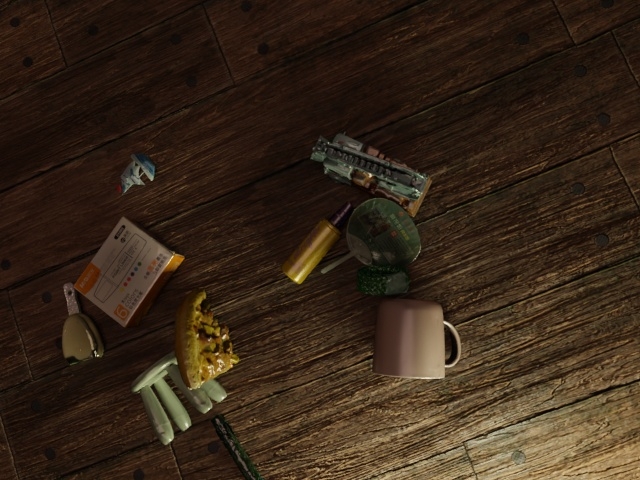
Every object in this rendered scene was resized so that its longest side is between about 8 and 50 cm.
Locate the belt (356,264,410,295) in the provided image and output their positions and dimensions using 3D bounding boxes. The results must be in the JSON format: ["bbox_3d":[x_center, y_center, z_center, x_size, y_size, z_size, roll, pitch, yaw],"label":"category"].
[{"bbox_3d":[0.175,0.118,1.610,0.151,0.121,0.079,-1,104,10],"label":"belt"}]

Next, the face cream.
[{"bbox_3d":[0.000,0.000,1.674,0.078,0.078,0.273,41,92,11],"label":"face cream"}]

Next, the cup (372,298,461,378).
[{"bbox_3d":[0.268,0.263,1.565,0.252,0.191,0.201,7,81,-20],"label":"cup"}]

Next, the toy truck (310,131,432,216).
[{"bbox_3d":[0.136,-0.202,1.618,0.338,0.184,0.133,26,88,11],"label":"toy truck"}]

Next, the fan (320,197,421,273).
[{"bbox_3d":[0.133,-0.013,1.633,0.294,0.012,0.223,-4,115,9],"label":"fan"}]

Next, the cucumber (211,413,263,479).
[{"bbox_3d":[-0.237,0.618,1.671,0.044,0.043,0.257,-37,81,9],"label":"cucumber"}]

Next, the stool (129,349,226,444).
[{"bbox_3d":[-0.409,0.434,1.646,0.195,0.195,0.199,-37,84,3],"label":"stool"}]

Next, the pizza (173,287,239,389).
[{"bbox_3d":[-0.343,0.265,1.608,0.087,0.268,0.258,-29,85,15],"label":"pizza"}]

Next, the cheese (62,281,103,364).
[{"bbox_3d":[-0.752,0.252,1.787,0.127,0.054,0.252,-17,81,8],"label":"cheese"}]

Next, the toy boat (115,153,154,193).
[{"bbox_3d":[-0.587,-0.216,1.824,0.149,0.034,0.105,-21,84,19],"label":"toy boat"}]

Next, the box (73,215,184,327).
[{"bbox_3d":[-0.578,0.098,1.754,0.220,0.091,0.274,32,90,12],"label":"box"}]
